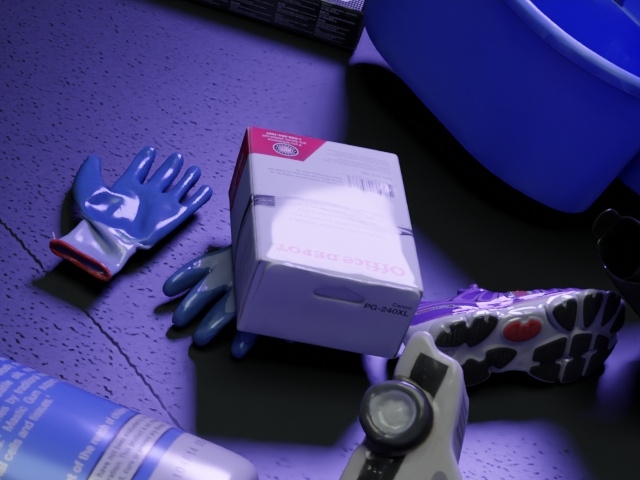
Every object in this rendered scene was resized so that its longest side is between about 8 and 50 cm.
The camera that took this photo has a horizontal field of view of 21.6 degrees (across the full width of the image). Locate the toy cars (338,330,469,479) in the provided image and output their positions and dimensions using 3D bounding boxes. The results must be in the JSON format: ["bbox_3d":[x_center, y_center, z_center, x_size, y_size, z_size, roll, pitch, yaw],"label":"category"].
[{"bbox_3d":[-0.001,0.196,0.763,0.087,0.176,0.394,24,36,14],"label":"toy cars"}]

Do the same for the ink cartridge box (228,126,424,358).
[{"bbox_3d":[0.000,0.000,1.091,0.109,0.063,0.150,11,36,-13],"label":"ink cartridge box"}]

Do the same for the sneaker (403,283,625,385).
[{"bbox_3d":[0.127,0.051,1.113,0.169,0.068,0.071,0,27,-28],"label":"sneaker"}]

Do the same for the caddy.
[{"bbox_3d":[0.194,-0.179,1.312,0.241,0.179,0.341,-7,46,-42],"label":"caddy"}]

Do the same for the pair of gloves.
[{"bbox_3d":[-0.087,0.003,1.121,0.198,0.023,0.159,26,35,10],"label":"pair of gloves"}]

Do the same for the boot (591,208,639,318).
[{"bbox_3d":[0.249,0.071,1.072,0.137,0.077,0.198,42,4,-40],"label":"boot"}]

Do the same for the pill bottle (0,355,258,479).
[{"bbox_3d":[-0.180,0.126,0.807,0.272,0.152,0.152,22,36,6],"label":"pill bottle"}]

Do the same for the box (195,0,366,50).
[{"bbox_3d":[-0.039,-0.250,1.457,0.190,0.045,0.184,18,34,1],"label":"box"}]
